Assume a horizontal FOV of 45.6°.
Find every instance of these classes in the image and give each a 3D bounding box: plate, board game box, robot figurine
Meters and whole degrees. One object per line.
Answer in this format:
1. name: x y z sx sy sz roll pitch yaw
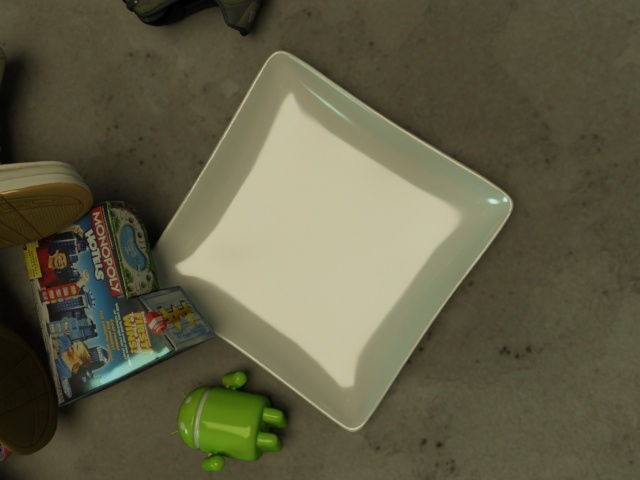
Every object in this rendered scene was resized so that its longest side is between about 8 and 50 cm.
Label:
1. plate: 0.000 0.000 0.755 0.278 0.045 0.277 34 101 8
2. board game box: -0.201 0.061 0.760 0.194 0.060 0.194 -10 92 34
3. robot figurine: -0.093 0.186 0.776 0.115 0.067 0.101 8 68 12

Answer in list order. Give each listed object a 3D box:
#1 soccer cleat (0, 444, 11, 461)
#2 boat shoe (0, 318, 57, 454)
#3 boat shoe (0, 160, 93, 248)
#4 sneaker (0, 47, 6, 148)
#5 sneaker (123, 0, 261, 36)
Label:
1. soccer cleat: -0.420 0.141 0.828 0.083 0.095 0.248 -42 85 11
2. boat shoe: -0.354 0.122 0.792 0.073 0.080 0.224 -23 101 51
3. boat shoe: -0.350 -0.043 0.717 0.276 0.098 0.096 -11 63 6
4. sneaker: -0.381 -0.072 0.808 0.118 0.110 0.292 27 107 1
5. sneaker: -0.186 -0.278 0.747 0.299 0.111 0.121 12 100 13
